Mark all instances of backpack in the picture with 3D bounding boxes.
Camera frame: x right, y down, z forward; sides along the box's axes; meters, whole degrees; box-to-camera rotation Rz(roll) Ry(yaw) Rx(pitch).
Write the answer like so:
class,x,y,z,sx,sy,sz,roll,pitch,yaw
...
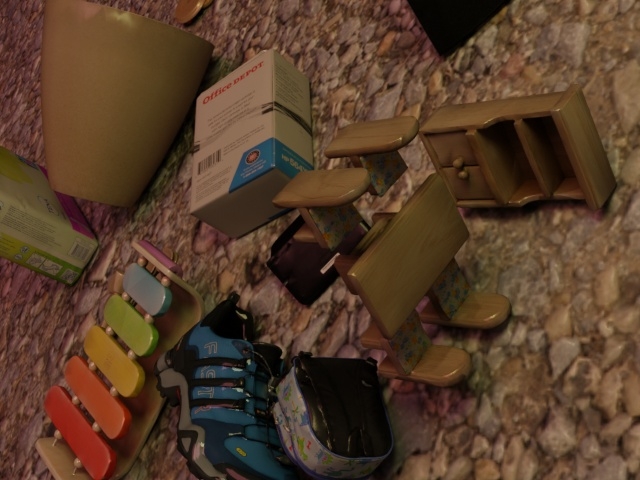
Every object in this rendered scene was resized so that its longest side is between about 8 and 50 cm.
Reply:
class,x,y,z,sx,sy,sz,roll,pitch,yaw
backpack,0.013,0.177,0.824,0.084,0.105,0.114,-59,35,36

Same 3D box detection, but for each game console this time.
class,x,y,z,sx,sy,sz,roll,pitch,yaw
game console,0.000,0.000,1.013,0.122,0.071,0.107,-47,72,14

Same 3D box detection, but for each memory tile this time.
class,x,y,z,sx,sy,sz,roll,pitch,yaw
memory tile,-0.262,0.077,1.226,0.148,0.012,0.113,-22,52,36

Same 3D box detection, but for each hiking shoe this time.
class,x,y,z,sx,sy,sz,roll,pitch,yaw
hiking shoe,-0.087,0.171,0.915,0.132,0.113,0.304,-53,41,7

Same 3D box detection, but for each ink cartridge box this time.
class,x,y,z,sx,sy,sz,roll,pitch,yaw
ink cartridge box,-0.089,-0.127,1.123,0.148,0.086,0.203,-26,49,32

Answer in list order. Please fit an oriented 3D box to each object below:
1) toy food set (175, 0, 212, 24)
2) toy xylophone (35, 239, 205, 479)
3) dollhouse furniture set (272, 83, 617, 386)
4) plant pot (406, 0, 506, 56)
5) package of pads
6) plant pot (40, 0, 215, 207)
class,x,y,z,sx,sy,sz,roll,pitch,yaw
toy food set,-0.220,-0.409,1.479,0.083,0.020,0.082,-52,40,7
toy xylophone,-0.269,0.156,1.115,0.236,0.081,0.322,18,86,49
dollhouse furniture set,0.125,-0.020,0.754,0.161,0.212,0.242,1,40,47
plant pot,0.151,-0.361,0.969,0.167,0.188,0.187,-25,49,15
package of pads,-0.514,-0.068,1.402,0.101,0.229,0.296,-54,41,6
plant pot,-0.318,-0.197,1.301,0.257,0.257,0.273,18,95,49
